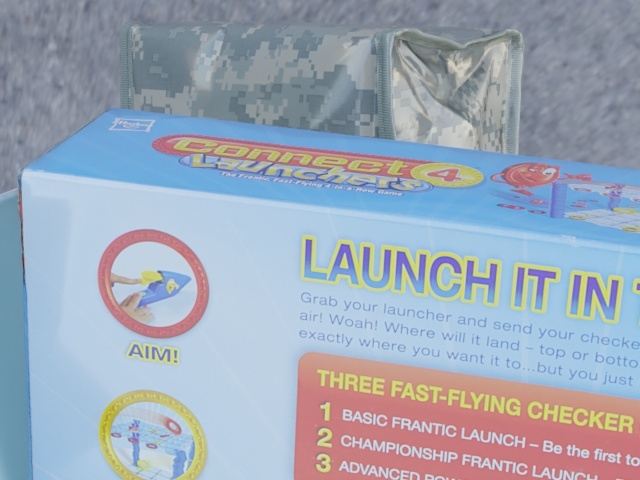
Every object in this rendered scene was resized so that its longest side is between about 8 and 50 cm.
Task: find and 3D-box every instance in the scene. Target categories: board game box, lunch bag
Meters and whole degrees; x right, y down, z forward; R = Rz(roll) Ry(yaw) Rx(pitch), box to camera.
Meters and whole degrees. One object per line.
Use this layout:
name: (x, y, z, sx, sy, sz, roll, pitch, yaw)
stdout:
board game box: (0.043, 0.118, 0.591, 0.308, 0.086, 0.302, 8, 112, 12)
lunch bag: (0.000, 0.000, 0.998, 0.169, 0.235, 0.287, -8, 102, -50)

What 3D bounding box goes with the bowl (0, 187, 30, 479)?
bowl: (-0.175, 0.070, 0.794, 0.312, 0.311, 0.163, -21, 93, -17)
